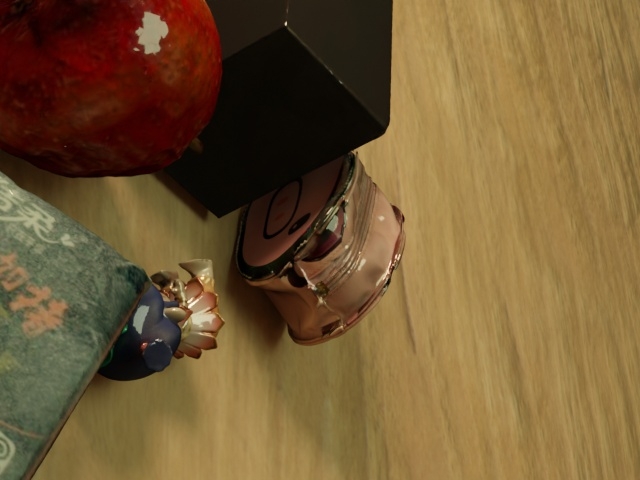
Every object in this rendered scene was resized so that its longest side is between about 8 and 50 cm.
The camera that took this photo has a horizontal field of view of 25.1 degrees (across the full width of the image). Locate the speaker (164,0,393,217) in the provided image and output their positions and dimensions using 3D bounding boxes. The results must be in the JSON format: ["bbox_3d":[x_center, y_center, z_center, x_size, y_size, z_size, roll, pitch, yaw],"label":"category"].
[{"bbox_3d":[-0.064,-0.196,1.500,0.184,0.232,0.254,43,34,-34],"label":"speaker"}]

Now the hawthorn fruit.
[{"bbox_3d":[-0.183,-0.149,1.290,0.266,0.230,0.210,28,55,-49],"label":"hawthorn fruit"}]

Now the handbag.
[{"bbox_3d":[-0.001,-0.001,1.530,0.116,0.179,0.205,42,38,-25],"label":"handbag"}]

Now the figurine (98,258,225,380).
[{"bbox_3d":[-0.153,0.074,1.308,0.195,0.111,0.102,-8,76,-60],"label":"figurine"}]

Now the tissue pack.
[{"bbox_3d":[-0.284,0.076,1.061,0.228,0.103,0.315,37,39,-9],"label":"tissue pack"}]
